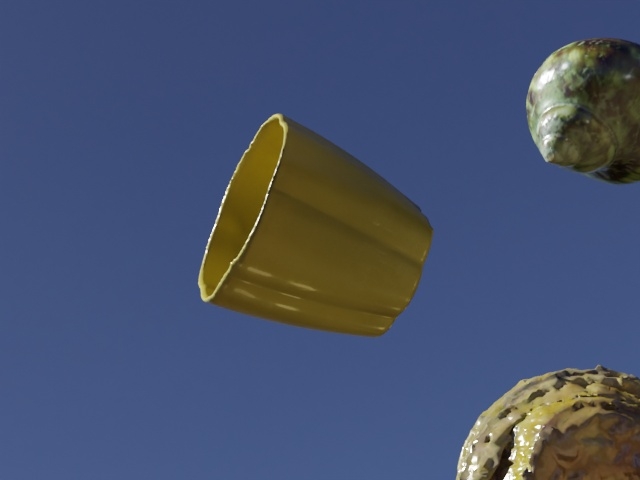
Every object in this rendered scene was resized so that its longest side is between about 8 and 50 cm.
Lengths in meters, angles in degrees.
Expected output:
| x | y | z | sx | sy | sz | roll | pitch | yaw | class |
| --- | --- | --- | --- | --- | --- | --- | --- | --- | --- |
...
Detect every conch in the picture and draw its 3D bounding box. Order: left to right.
| x | y | z | sx | sy | sz | roll | pitch | yaw | class |
| --- | --- | --- | --- | --- | --- | --- | --- | --- | --- |
| 0.277 | -0.113 | 1.519 | 0.181 | 0.124 | 0.187 | -5 | -33 | -21 | conch |

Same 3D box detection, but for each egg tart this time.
| x | y | z | sx | sy | sz | roll | pitch | yaw | class |
| --- | --- | --- | --- | --- | --- | --- | --- | --- | --- |
| 0.327 | 0.299 | 1.823 | 0.352 | 0.352 | 0.150 | -20 | -23 | -4 | egg tart |

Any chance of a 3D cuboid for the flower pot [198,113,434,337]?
| x | y | z | sx | sy | sz | roll | pitch | yaw | class |
| --- | --- | --- | --- | --- | --- | --- | --- | --- | --- |
| 0.000 | 0.000 | 1.494 | 0.179 | 0.195 | 0.195 | 23 | -44 | -16 | flower pot |
